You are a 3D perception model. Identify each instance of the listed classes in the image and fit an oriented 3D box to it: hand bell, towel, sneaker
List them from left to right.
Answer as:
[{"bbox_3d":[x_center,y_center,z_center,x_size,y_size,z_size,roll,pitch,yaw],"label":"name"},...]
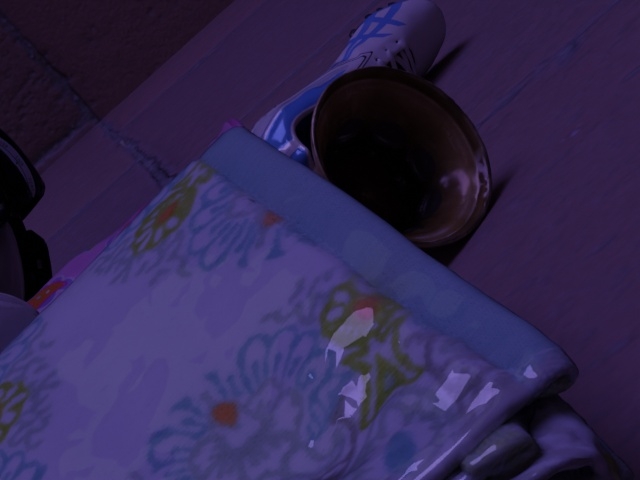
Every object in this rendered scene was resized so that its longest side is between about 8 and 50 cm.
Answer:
[{"bbox_3d":[-0.072,0.117,0.812,0.320,0.090,0.374,-42,29,-5],"label":"towel"},{"bbox_3d":[0.000,0.000,1.233,0.126,0.126,0.242,-52,3,-38],"label":"hand bell"},{"bbox_3d":[0.037,-0.119,1.543,0.086,0.085,0.237,13,48,43],"label":"sneaker"}]

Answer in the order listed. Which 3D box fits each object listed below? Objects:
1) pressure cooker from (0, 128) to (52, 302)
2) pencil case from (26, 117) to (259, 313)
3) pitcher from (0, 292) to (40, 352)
[{"bbox_3d":[-0.463,0.055,1.787,0.420,0.375,0.370,169,108,-66],"label":"pressure cooker"},{"bbox_3d":[-0.123,0.039,1.390,0.284,0.124,0.124,-41,12,-3],"label":"pencil case"},{"bbox_3d":[-0.215,0.108,1.074,0.177,0.125,0.207,-2,33,22],"label":"pitcher"}]
